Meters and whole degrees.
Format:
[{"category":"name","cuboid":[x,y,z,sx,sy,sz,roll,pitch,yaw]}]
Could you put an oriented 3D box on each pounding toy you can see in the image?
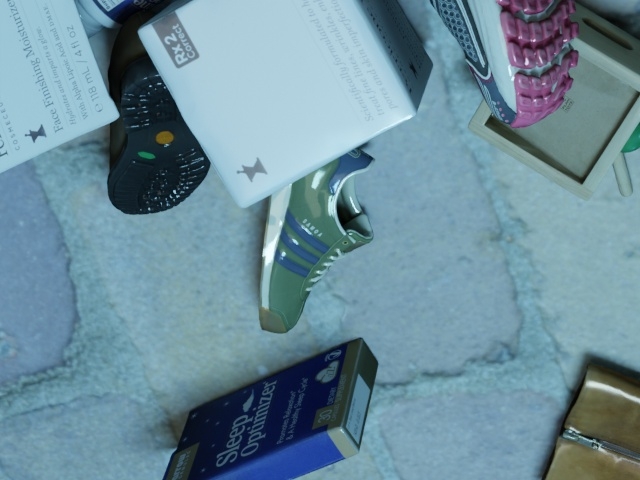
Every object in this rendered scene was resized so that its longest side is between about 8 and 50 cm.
[{"category":"pounding toy","cuboid":[0.206,-0.103,1.408,0.141,0.100,0.130,32,120,4]}]

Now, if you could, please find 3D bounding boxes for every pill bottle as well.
[{"category":"pill bottle","cuboid":[-0.153,-0.208,1.417,0.120,0.067,0.067,-30,110,24]}]

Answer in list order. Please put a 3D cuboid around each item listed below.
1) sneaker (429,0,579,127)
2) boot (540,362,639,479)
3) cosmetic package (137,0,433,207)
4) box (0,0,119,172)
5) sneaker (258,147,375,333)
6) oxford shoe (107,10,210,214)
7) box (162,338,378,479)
[{"category":"sneaker","cuboid":[0.090,-0.216,1.315,0.112,0.121,0.299,-31,79,33]},{"category":"boot","cuboid":[0.327,0.257,1.579,0.280,0.096,0.264,13,121,4]},{"category":"cosmetic package","cuboid":[-0.020,-0.142,1.342,0.151,0.184,0.151,-27,102,14]},{"category":"box","cuboid":[-0.264,-0.166,1.379,0.119,0.182,0.181,-28,118,-19]},{"category":"sneaker","cuboid":[0.000,0.000,1.507,0.086,0.064,0.192,11,118,9]},{"category":"oxford shoe","cuboid":[-0.134,-0.101,1.459,0.083,0.096,0.227,-6,149,-15]},{"category":"box","cuboid":[-0.060,0.174,1.575,0.225,0.136,0.036,-26,113,22]}]
